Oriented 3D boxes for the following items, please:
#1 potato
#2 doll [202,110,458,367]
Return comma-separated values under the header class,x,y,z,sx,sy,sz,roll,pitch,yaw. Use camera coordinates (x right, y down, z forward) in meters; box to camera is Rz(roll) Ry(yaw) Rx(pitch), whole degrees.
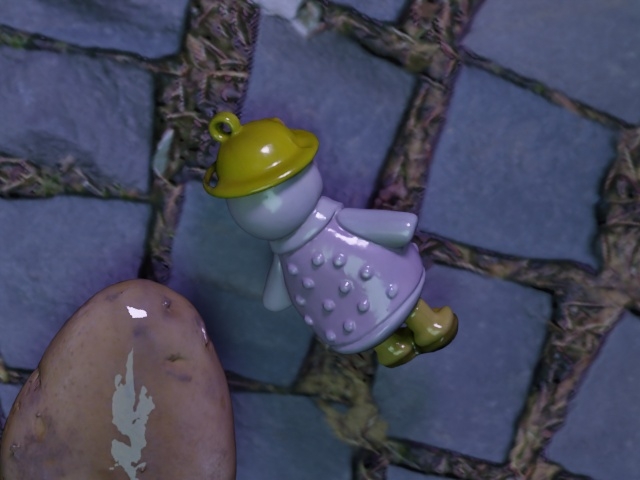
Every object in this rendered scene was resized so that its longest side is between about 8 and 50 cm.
class,x,y,z,sx,sy,sz,roll,pitch,yaw
potato,-0.127,0.141,1.208,0.161,0.128,0.235,27,116,-16
doll,0.000,0.000,1.134,0.129,0.081,0.207,-27,113,35
